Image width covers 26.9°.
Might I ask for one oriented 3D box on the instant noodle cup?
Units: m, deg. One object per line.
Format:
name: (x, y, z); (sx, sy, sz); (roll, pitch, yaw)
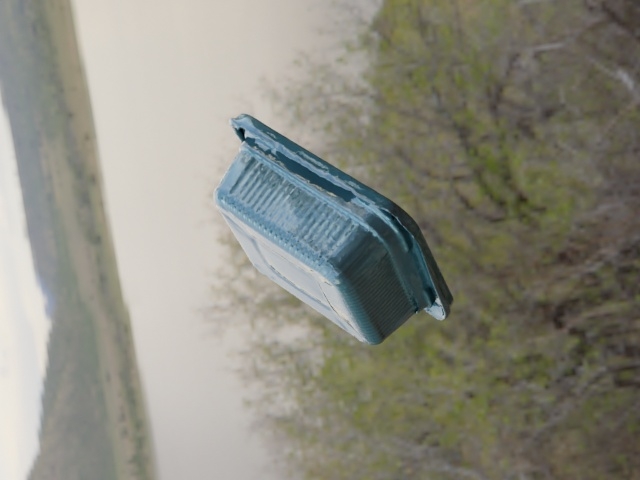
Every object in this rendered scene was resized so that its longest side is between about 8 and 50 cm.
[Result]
instant noodle cup: (0.000, 0.000, 0.968); (0.179, 0.070, 0.157); (34, 166, 31)
